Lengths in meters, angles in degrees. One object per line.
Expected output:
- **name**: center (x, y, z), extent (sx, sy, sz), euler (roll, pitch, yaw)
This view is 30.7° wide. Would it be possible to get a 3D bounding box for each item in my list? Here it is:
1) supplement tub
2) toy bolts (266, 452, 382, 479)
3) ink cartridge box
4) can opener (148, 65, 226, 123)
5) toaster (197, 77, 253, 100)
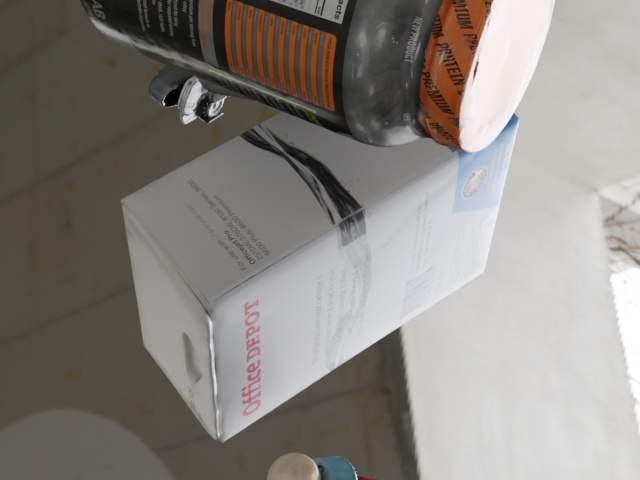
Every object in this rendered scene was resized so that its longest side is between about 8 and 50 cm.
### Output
- **supplement tub**: center (-0.004, -0.187, 0.845), extent (0.316, 0.193, 0.193), euler (24, -85, 22)
- **toy bolts**: center (0.008, 0.340, 1.259), extent (0.218, 0.158, 0.228), euler (-16, -126, 45)
- **ink cartridge box**: center (0.000, 0.000, 1.265), extent (0.166, 0.395, 0.285), euler (46, -26, 27)
- **can opener**: center (-0.091, -0.237, 1.447), extent (0.095, 0.283, 0.076), euler (37, -38, 17)
- **toaster**: center (-0.039, -0.239, 1.109), extent (0.168, 0.110, 0.186), euler (-16, -97, 38)
